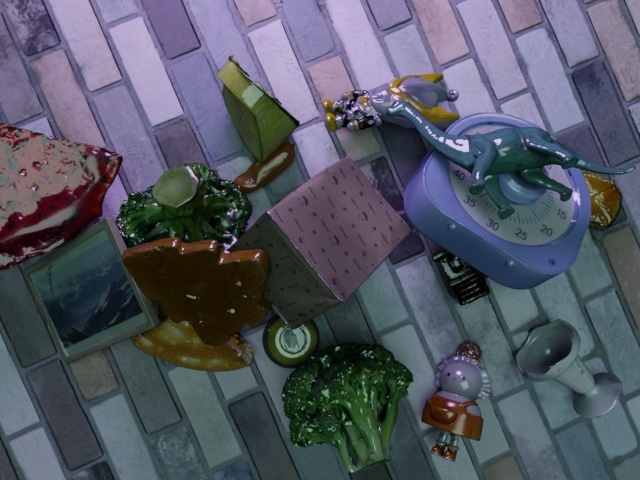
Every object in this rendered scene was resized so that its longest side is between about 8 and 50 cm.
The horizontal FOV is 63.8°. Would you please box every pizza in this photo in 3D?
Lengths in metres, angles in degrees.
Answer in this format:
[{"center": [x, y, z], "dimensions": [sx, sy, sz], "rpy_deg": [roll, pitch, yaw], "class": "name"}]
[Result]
[{"center": [-0.288, 0.197, 1.158], "dimensions": [0.289, 0.081, 0.229], "rpy_deg": [9, 128, 2], "class": "pizza"}]

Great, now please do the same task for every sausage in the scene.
[{"center": [-0.129, -0.168, 1.212], "dimensions": [0.183, 0.054, 0.062], "rpy_deg": [-41, 60, 0], "class": "sausage"}]

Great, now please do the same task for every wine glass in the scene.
[{"center": [0.583, 0.301, 1.198], "dimensions": [0.196, 0.165, 0.165], "rpy_deg": [38, 88, -7], "class": "wine glass"}]

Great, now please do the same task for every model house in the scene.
[{"center": [0.356, 0.064, 1.208], "dimensions": [0.165, 0.106, 0.152], "rpy_deg": [-26, 89, 2], "class": "model house"}]

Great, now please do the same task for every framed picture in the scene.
[{"center": [-0.510, 0.121, 1.123], "dimensions": [0.335, 0.022, 0.247], "rpy_deg": [-23, 91, 30], "class": "framed picture"}]

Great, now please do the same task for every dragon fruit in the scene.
[{"center": [-0.626, -0.098, 1.070], "dimensions": [0.240, 0.302, 0.330], "rpy_deg": [45, 63, -41], "class": "dragon fruit"}]

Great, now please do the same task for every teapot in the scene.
[{"center": [-0.069, 0.207, 1.181], "dimensions": [0.130, 0.119, 0.166], "rpy_deg": [2, 81, -11], "class": "teapot"}]

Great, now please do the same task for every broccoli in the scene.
[{"center": [0.057, 0.362, 1.117], "dimensions": [0.307, 0.308, 0.275], "rpy_deg": [-17, 53, -3], "class": "broccoli"}, {"center": [-0.296, -0.039, 1.088], "dimensions": [0.297, 0.297, 0.298], "rpy_deg": [0, 69, 0], "class": "broccoli"}]

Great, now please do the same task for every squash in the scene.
[{"center": [-0.158, -0.295, 1.132], "dimensions": [0.133, 0.220, 0.220], "rpy_deg": [-40, 92, 2], "class": "squash"}]

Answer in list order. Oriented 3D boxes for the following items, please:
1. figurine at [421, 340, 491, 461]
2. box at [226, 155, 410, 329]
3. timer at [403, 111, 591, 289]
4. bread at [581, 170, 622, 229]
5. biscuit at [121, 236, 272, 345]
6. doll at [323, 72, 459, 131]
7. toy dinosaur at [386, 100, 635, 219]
[{"center": [0.324, 0.373, 1.205], "dimensions": [0.143, 0.143, 0.271], "rpy_deg": [31, 64, -2], "class": "figurine"}, {"center": [0.000, 0.000, 1.082], "dimensions": [0.225, 0.190, 0.297], "rpy_deg": [51, 45, -1], "class": "box"}, {"center": [0.405, -0.118, 1.129], "dimensions": [0.394, 0.173, 0.395], "rpy_deg": [4, 67, -10], "class": "timer"}, {"center": [0.651, -0.099, 1.242], "dimensions": [0.140, 0.069, 0.128], "rpy_deg": [18, 88, 1], "class": "bread"}, {"center": [-0.237, 0.081, 1.006], "dimensions": [0.301, 0.043, 0.278], "rpy_deg": [30, 124, -16], "class": "biscuit"}, {"center": [0.167, -0.323, 1.208], "dimensions": [0.316, 0.146, 0.103], "rpy_deg": [-10, 124, 3], "class": "doll"}, {"center": [0.358, -0.213, 1.031], "dimensions": [0.383, 0.129, 0.331], "rpy_deg": [-11, 51, -6], "class": "toy dinosaur"}]
